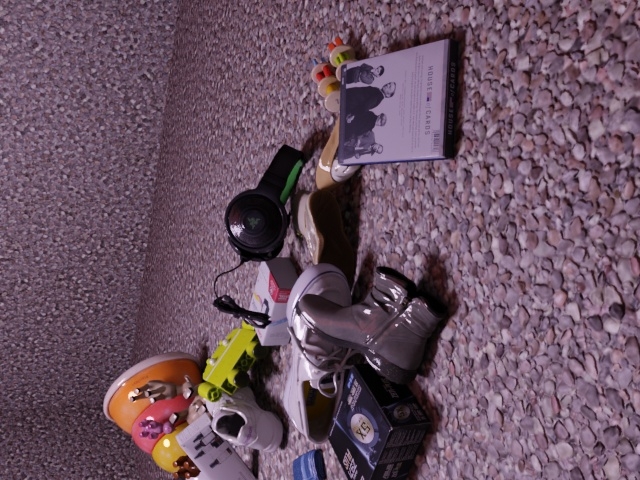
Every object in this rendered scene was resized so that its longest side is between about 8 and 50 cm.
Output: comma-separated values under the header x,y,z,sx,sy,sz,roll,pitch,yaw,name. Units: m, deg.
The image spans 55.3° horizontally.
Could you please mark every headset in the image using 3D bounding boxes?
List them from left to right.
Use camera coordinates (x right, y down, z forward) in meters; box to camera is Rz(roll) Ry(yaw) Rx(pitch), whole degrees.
x,y,z,sx,sy,sz,roll,pitch,yaw,name
-0.114,-0.015,1.335,0.393,0.185,0.243,-64,-1,-14,headset

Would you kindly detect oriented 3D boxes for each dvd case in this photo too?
x,y,z,sx,sy,sz,roll,pitch,yaw,name
0.118,-0.216,0.995,0.239,0.030,0.179,5,93,49,dvd case

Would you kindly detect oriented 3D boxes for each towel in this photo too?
x,y,z,sx,sy,sz,roll,pitch,yaw,name
-0.029,0.497,1.327,0.119,0.029,0.067,129,137,-52,towel

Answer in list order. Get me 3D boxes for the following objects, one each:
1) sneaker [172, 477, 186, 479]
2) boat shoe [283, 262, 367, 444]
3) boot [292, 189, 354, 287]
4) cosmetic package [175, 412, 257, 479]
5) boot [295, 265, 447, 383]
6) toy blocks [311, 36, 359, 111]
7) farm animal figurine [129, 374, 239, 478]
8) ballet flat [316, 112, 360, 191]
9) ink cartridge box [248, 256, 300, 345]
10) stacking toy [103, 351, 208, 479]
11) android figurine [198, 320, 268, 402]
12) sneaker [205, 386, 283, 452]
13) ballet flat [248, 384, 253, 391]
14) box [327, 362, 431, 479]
x,y,z,sx,sy,sz,roll,pitch,yaw,name
-0.456,0.817,2.083,0.276,0.135,0.097,-141,54,-60,sneaker
0.006,0.232,1.147,0.156,0.136,0.366,-133,48,-56,boat shoe
0.000,0.000,1.238,0.165,0.077,0.213,-160,57,-73,boot
-0.272,0.578,1.611,0.239,0.099,0.060,59,166,-23,cosmetic package
0.081,0.106,0.993,0.247,0.083,0.161,28,117,26,boot
0.025,-0.351,1.229,0.123,0.054,0.148,115,146,-41,toy blocks
-0.381,0.516,1.827,0.327,0.172,0.330,-41,73,25,farm animal figurine
0.051,-0.175,1.144,0.073,0.080,0.232,50,134,39,ballet flat
-0.107,0.146,1.458,0.127,0.073,0.175,56,137,49,ink cartridge box
-0.466,0.638,1.991,0.479,0.351,0.350,51,136,32,stacking toy
-0.231,0.311,1.607,0.248,0.056,0.273,-56,21,-17,android figurine
-0.223,0.432,1.545,0.305,0.152,0.114,13,83,51,sneaker
-0.248,0.400,1.747,0.203,0.074,0.074,49,132,51,ballet flat
0.092,0.320,1.028,0.147,0.078,0.180,55,137,50,box
